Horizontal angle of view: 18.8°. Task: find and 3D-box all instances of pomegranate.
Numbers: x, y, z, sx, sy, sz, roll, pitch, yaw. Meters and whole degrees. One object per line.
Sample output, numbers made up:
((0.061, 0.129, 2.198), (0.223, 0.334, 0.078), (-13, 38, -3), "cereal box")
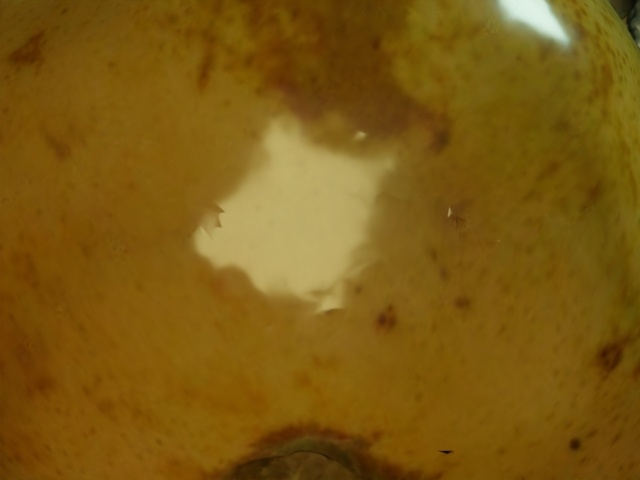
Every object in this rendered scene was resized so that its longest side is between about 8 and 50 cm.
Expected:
((0.000, 0.000, 0.943), (0.417, 0.416, 0.416), (-1, 98, -4), "pomegranate")

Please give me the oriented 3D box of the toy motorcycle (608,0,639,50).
((0.190, -0.196, 1.071), (0.130, 0.094, 0.229), (-29, 86, -5), "toy motorcycle")
